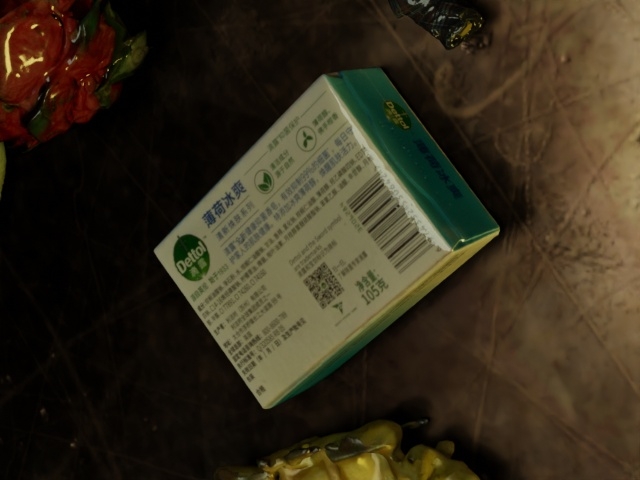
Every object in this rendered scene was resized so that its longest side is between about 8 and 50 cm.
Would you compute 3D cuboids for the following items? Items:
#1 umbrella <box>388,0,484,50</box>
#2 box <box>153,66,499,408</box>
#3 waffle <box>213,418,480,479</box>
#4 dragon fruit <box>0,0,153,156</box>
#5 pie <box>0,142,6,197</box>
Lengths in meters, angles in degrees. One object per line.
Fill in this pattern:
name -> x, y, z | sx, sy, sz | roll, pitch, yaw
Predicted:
umbrella -> 0.040, -0.171, 0.769 | 0.144, 0.040, 0.037 | 44, 130, 19
box -> -0.001, 0.001, 0.814 | 0.194, 0.073, 0.139 | -43, 77, 33
waffle -> 0.013, 0.246, 0.871 | 0.262, 0.060, 0.280 | 28, 115, 26
dragon fruit -> -0.238, -0.150, 0.884 | 0.188, 0.182, 0.182 | 38, 120, 34
pie -> -0.335, -0.077, 1.041 | 0.187, 0.041, 0.187 | 9, 105, 33
